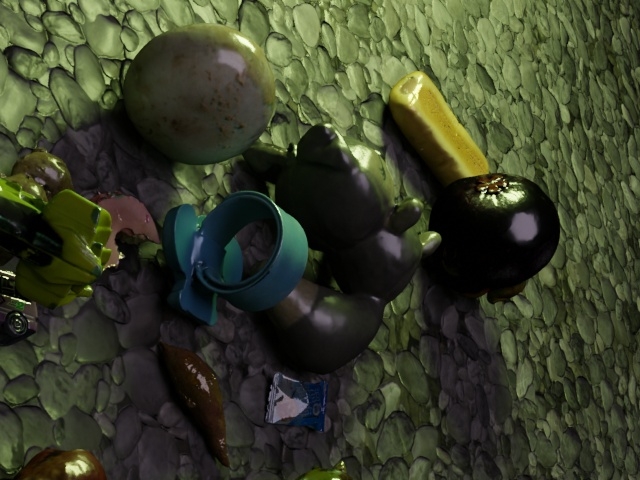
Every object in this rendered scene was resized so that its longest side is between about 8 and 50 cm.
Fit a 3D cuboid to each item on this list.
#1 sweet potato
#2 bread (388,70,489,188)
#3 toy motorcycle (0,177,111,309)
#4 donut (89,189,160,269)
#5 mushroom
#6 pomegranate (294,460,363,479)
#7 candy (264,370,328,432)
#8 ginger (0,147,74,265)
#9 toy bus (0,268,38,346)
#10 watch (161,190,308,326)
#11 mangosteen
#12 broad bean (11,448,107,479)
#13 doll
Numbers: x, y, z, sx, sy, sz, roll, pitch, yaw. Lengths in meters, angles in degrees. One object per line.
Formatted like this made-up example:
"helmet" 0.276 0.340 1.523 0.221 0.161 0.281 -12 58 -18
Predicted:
"sweet potato" -0.175 0.244 1.740 0.068 0.068 0.226 -41 109 -52
"bread" 0.251 -0.219 2.474 0.305 0.091 0.142 50 49 -27
"toy motorcycle" -0.414 -0.039 1.371 0.342 0.142 0.206 26 18 -11
"donut" -0.312 -0.016 1.668 0.166 0.065 0.117 -33 105 -55
"mushroom" -0.194 -0.251 1.817 0.243 0.243 0.244 25 56 -45
"pomegranate" 0.023 0.434 1.851 0.220 0.156 0.156 -28 98 -58
"candy" -0.039 0.271 1.934 0.136 0.038 0.088 18 75 -40
"ginger" -0.404 -0.043 1.546 0.104 0.080 0.204 62 35 -24
"toy bus" -0.444 0.072 1.439 0.178 0.087 0.098 25 50 -43
"watch" -0.123 0.029 1.770 0.211 0.193 0.211 28 59 -60
"mangosteen" 0.363 0.010 2.406 0.275 0.275 0.302 -57 148 -47
"broad bean" -0.337 0.368 1.428 0.156 0.122 0.229 62 34 -59
"doll" 0.023 -0.007 1.961 0.382 0.252 0.379 46 43 -22
